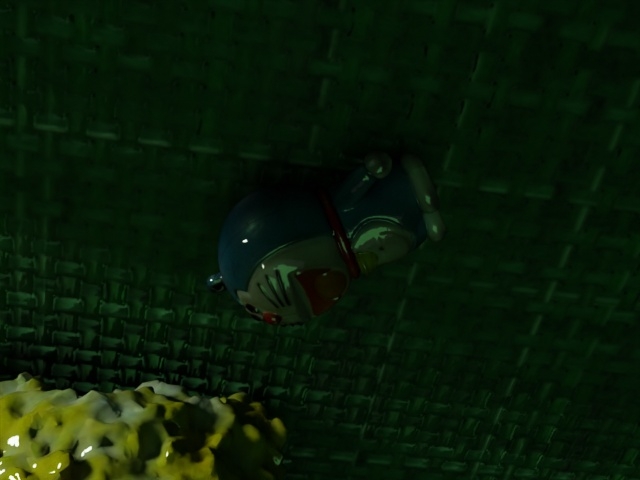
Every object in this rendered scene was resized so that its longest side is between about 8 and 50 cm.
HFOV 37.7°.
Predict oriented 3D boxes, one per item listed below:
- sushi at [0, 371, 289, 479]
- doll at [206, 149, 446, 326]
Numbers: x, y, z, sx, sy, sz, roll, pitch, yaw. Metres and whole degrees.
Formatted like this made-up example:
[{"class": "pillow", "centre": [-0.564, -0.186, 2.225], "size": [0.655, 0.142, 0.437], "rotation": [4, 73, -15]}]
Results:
[{"class": "sushi", "centre": [-0.174, 0.287, 0.675], "size": [0.351, 0.240, 0.397], "rotation": [7, 127, -10]}, {"class": "doll", "centre": [0.000, 0.000, 0.575], "size": [0.151, 0.086, 0.114], "rotation": [-22, 144, -1]}]
